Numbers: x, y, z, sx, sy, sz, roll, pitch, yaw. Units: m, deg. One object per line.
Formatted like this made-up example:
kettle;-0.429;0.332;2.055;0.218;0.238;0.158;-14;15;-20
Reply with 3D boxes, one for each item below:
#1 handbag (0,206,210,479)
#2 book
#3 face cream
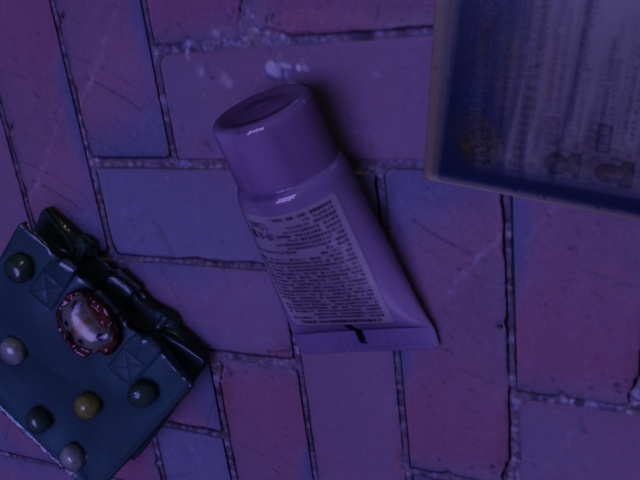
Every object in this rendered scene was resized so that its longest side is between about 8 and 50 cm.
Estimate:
handbag;-0.296;0.141;0.860;0.269;0.100;0.274;44;124;4
book;0.232;-0.112;0.511;0.323;0.018;0.228;14;127;21
face cream;0.000;0.000;0.667;0.154;0.096;0.273;-8;121;26
